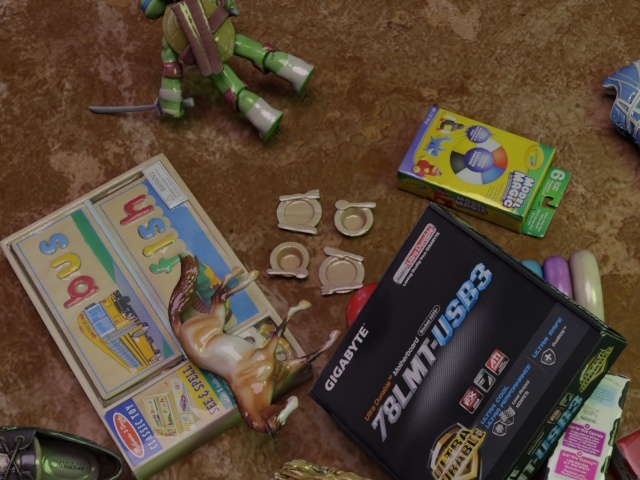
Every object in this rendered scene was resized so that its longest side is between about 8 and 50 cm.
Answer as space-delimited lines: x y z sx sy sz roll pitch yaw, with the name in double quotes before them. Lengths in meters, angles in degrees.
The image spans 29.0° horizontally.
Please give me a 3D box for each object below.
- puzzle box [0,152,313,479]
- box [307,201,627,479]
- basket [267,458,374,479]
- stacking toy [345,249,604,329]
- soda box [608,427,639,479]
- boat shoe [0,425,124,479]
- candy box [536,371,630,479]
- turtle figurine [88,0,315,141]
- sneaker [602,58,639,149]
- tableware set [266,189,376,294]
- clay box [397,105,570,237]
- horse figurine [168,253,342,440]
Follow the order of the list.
"puzzle box" -0.231 0.092 1.683 0.272 0.052 0.409 -31 62 -13
"box" 0.162 0.151 1.469 0.293 0.073 0.296 40 101 37
"basket" 0.035 0.425 1.445 0.299 0.223 0.213 24 31 17
"stacking toy" 0.197 0.096 1.615 0.330 0.141 0.141 -6 59 7
"soda box" 0.490 0.242 1.526 0.263 0.083 0.092 -23 61 -10
"boat shoe" -0.360 0.264 1.469 0.092 0.285 0.103 -18 68 39
"candy box" 0.296 0.284 1.471 0.071 0.159 0.233 16 62 10
"turtle figurine" -0.160 -0.265 1.862 0.266 0.275 0.198 34 43 0
"sneaker" 0.466 -0.163 1.783 0.081 0.080 0.211 -19 57 18
"tableware set" 0.000 0.000 1.740 0.141 0.020 0.169 6 60 7
"clay box" 0.235 -0.098 1.762 0.222 0.053 0.127 20 63 16
"horse figurine" -0.104 0.126 1.582 0.263 0.066 0.174 32 69 22
